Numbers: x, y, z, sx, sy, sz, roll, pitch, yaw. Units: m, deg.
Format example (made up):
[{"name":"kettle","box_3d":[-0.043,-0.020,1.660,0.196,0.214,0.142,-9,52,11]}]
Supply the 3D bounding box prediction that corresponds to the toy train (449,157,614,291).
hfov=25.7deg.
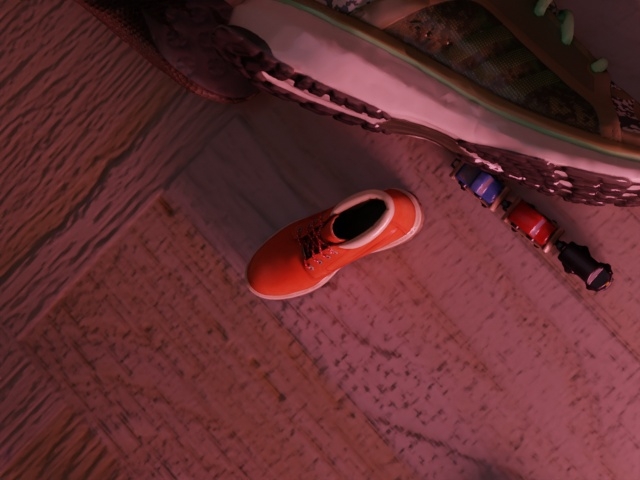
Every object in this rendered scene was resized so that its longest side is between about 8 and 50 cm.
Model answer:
[{"name":"toy train","box_3d":[0.163,-0.014,1.095,0.158,0.036,0.027,40,98,15]}]

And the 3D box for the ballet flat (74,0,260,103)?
[{"name":"ballet flat","box_3d":[-0.149,-0.192,1.192,0.250,0.058,0.084,35,61,10]}]

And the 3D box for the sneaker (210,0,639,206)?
[{"name":"sneaker","box_3d":[0.138,-0.145,1.017,0.410,0.158,0.182,20,88,-3]}]

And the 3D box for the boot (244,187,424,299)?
[{"name":"boot","box_3d":[0.000,0.000,1.119,0.158,0.084,0.059,-27,81,15]}]
